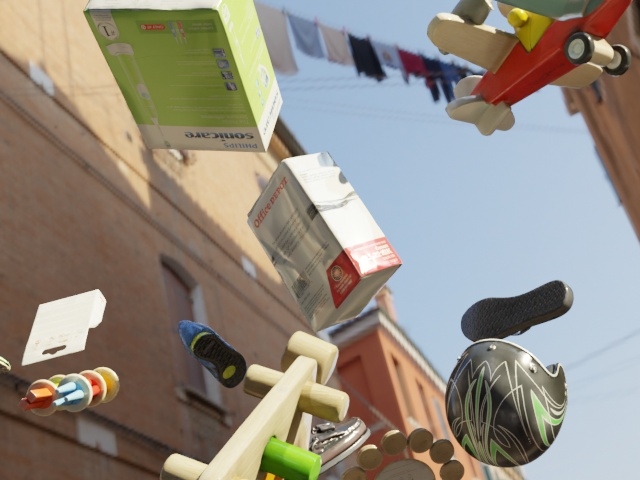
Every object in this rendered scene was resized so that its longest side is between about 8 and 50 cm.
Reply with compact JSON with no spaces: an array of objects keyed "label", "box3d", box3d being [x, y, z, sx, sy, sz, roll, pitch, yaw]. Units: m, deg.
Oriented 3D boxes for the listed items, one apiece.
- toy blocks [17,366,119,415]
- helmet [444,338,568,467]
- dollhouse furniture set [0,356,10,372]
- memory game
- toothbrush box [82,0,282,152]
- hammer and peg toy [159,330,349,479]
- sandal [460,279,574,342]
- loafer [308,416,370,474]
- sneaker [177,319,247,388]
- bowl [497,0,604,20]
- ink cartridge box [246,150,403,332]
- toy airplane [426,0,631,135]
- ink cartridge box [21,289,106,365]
[{"label":"toy blocks","box3d":[-0.367,0.217,1.314,0.123,0.054,0.148,-11,-4,9]},{"label":"helmet","box3d":[0.244,0.216,1.242,0.169,0.169,0.161,-33,-22,28]},{"label":"dollhouse furniture set","box3d":[-0.645,0.193,1.749,0.151,0.059,0.076,32,-33,-23]},{"label":"memory game","box3d":[0.115,0.345,1.305,0.186,0.012,0.186,-5,-72,-15]},{"label":"toothbrush box","box3d":[-0.195,-0.270,1.397,0.206,0.122,0.283,3,-38,17]},{"label":"hammer and peg toy","box3d":[-0.049,0.277,1.088,0.127,0.361,0.266,15,-62,18]},{"label":"sandal","box3d":[0.386,0.152,1.838,0.254,0.097,0.054,-20,-44,40]},{"label":"loafer","box3d":[-0.044,0.392,1.694,0.302,0.095,0.109,-29,-1,-26]},{"label":"sneaker","box3d":[-0.215,0.220,1.851,0.069,0.082,0.209,-47,-40,-11]},{"label":"bowl","box3d":[0.399,-0.464,1.441,0.311,0.163,0.311,-45,-13,-13]},{"label":"ink cartridge box","box3d":[0.000,0.000,1.744,0.114,0.273,0.197,-17,-25,-39]},{"label":"toy airplane","box3d":[0.405,-0.390,1.879,0.384,0.273,0.386,-12,-18,4]},{"label":"ink cartridge box","box3d":[-0.528,0.189,1.934,0.145,0.179,0.045,-15,-50,11]}]
